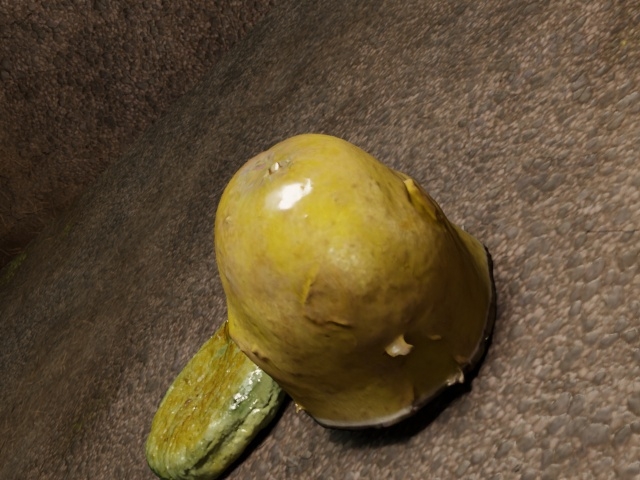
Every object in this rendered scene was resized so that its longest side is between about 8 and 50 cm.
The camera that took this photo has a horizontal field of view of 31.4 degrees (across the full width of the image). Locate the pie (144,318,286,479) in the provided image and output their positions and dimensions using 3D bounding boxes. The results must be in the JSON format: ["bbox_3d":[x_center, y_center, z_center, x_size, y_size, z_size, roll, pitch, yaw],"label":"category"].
[{"bbox_3d":[-0.130,0.205,1.507,0.277,0.078,0.277,-47,22,25],"label":"pie"}]

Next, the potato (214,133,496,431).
[{"bbox_3d":[0.000,0.000,1.228,0.290,0.296,0.397,-40,28,-2],"label":"potato"}]
